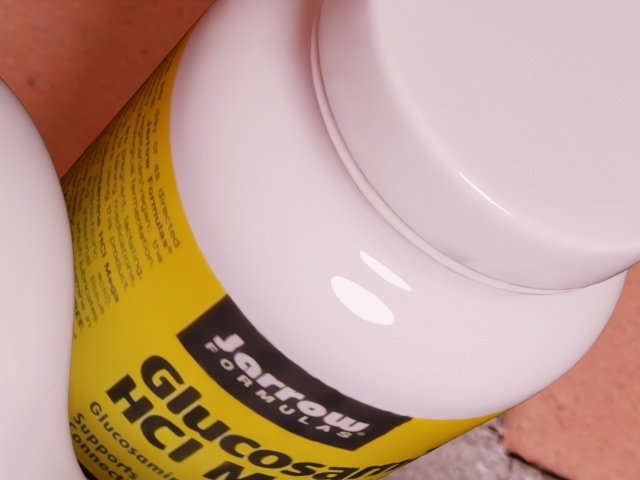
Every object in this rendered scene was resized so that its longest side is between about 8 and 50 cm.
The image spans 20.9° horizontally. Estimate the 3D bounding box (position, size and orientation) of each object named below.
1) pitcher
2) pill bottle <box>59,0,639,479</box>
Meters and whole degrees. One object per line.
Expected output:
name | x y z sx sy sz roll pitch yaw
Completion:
pitcher | -0.167 0.038 0.614 0.177 0.125 0.207 -17 77 -12
pill bottle | 0.000 0.000 0.681 0.188 0.334 0.188 12 62 -25
